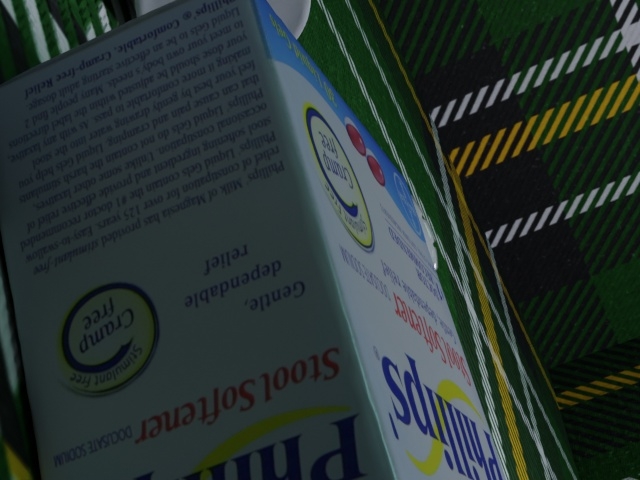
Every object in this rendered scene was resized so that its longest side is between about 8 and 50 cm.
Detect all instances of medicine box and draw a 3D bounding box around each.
[{"bbox_3d":[-0.018,0.067,0.554,0.263,0.149,0.289,42,28,-62],"label":"medicine box"}]

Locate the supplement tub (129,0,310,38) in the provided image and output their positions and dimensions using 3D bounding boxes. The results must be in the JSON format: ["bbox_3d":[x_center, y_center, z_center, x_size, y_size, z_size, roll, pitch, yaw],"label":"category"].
[{"bbox_3d":[-0.079,-0.233,0.807,0.144,0.144,0.200,55,19,-44],"label":"supplement tub"}]

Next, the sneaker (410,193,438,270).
[{"bbox_3d":[0.028,0.063,0.797,0.129,0.111,0.297,6,71,-66],"label":"sneaker"}]
